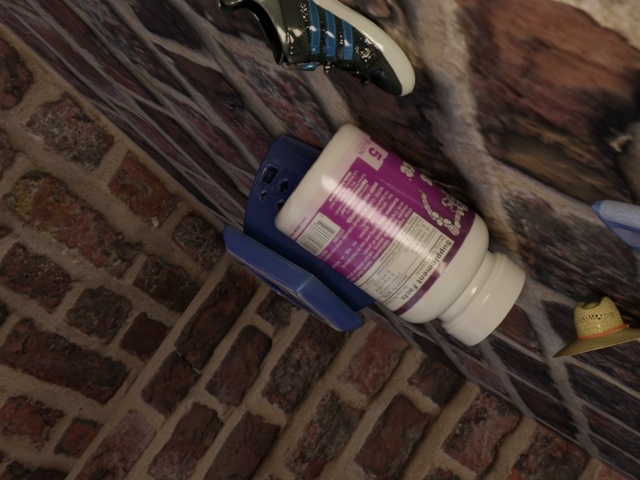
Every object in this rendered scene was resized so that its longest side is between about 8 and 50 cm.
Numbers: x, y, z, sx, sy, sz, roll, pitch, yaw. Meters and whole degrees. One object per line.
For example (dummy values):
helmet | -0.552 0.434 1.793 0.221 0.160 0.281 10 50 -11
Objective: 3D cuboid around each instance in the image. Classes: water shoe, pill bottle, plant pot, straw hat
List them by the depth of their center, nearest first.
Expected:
water shoe | -0.007 -0.184 0.767 0.203 0.080 0.073 37 172 -11
straw hat | 0.349 0.103 1.039 0.144 0.144 0.061 88 168 -80
pill bottle | 0.106 -0.001 1.062 0.301 0.169 0.169 36 172 -4
plant pot | 0.000 0.000 1.331 0.236 0.212 0.236 30 171 37

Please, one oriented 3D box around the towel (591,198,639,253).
towel | 0.366 0.047 0.620 0.209 0.034 0.285 25 -179 -41
